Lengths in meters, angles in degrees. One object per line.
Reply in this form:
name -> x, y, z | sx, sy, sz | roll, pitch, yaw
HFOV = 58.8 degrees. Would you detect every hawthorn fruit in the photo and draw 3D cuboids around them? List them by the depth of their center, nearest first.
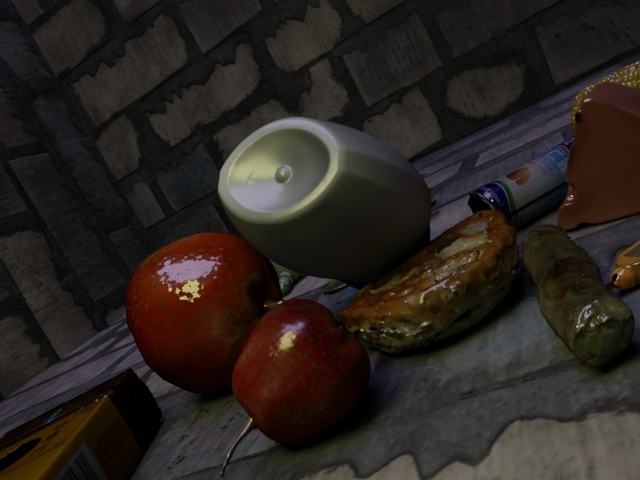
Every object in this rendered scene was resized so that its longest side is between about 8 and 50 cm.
hawthorn fruit -> -0.042, 0.171, 0.663 | 0.203, 0.163, 0.162 | -43, 8, 1
hawthorn fruit -> -0.181, 0.121, 0.973 | 0.299, 0.276, 0.275 | -10, 16, 27

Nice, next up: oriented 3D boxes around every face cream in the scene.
face cream -> 0.025, -0.048, 0.930 | 0.312, 0.220, 0.357 | -5, -19, 29

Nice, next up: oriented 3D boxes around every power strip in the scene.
power strip -> 0.378, 0.006, 0.616 | 0.178, 0.028, 0.049 | -30, 8, -14

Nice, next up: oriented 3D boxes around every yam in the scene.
yam -> 0.268, 0.043, 0.623 | 0.067, 0.071, 0.317 | 11, 17, 9

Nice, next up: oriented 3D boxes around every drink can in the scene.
drink can -> 0.384, -0.097, 0.999 | 0.235, 0.097, 0.097 | -29, 8, -5

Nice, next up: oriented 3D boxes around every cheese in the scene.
cheese -> 0.452, -0.103, 0.798 | 0.177, 0.203, 0.128 | 17, 32, 34

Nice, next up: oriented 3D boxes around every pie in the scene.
pie -> 0.159, 0.062, 0.799 | 0.308, 0.086, 0.308 | -30, 8, 5

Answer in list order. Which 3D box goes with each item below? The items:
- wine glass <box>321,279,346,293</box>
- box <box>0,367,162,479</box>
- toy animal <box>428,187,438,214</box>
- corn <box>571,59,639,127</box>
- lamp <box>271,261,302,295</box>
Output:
wine glass -> 0.000, 0.000, 1.240 | 0.103, 0.222, 0.103 | -25, 10, 5
box -> -0.409, 0.353, 0.800 | 0.264, 0.116, 0.415 | -29, 9, 5
toy animal -> 0.168, -0.022, 1.395 | 0.259, 0.087, 0.243 | -24, 23, 20
corn -> 0.697, -0.321, 1.186 | 0.144, 0.144, 0.387 | -34, 10, -34
lamp -> -0.090, 0.093, 1.502 | 0.090, 0.091, 0.163 | -26, 25, 15
